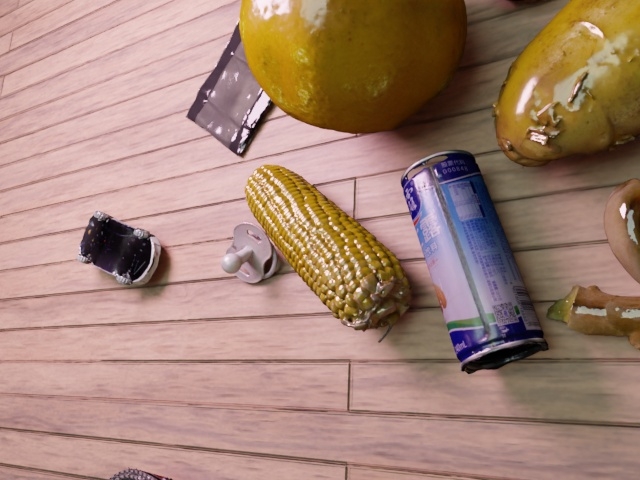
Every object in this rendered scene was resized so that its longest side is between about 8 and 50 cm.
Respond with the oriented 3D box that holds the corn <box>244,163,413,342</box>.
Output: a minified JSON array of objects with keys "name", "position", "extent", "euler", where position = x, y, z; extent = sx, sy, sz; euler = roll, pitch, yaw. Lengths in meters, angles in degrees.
[{"name":"corn","position":[0.000,0.000,0.814],"extent":[0.106,0.106,0.305],"euler":[-53,50,10]}]

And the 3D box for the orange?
[{"name":"orange","position":[0.037,-0.253,0.761],"extent":[0.279,0.279,0.235],"euler":[45,131,35]}]

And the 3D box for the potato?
[{"name":"potato","position":[0.304,-0.191,0.635],"extent":[0.300,0.140,0.173],"euler":[-47,48,7]}]

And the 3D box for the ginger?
[{"name":"ginger","position":[0.293,0.073,0.625],"extent":[0.137,0.044,0.057],"euler":[2,49,33]}]

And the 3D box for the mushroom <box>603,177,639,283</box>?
[{"name":"mushroom","position":[0.423,-0.053,0.544],"extent":[0.329,0.122,0.159],"euler":[-20,29,28]}]

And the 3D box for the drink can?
[{"name":"drink can","position":[0.165,0.021,0.696],"extent":[0.097,0.097,0.235],"euler":[-27,63,25]}]

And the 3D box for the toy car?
[{"name":"toy car","position":[-0.341,0.015,1.068],"extent":[0.205,0.056,0.095],"euler":[19,87,33]}]

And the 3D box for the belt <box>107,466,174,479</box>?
[{"name":"belt","position":[-0.142,0.366,0.806],"extent":[0.360,0.094,0.126],"euler":[1,72,33]}]

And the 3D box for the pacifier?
[{"name":"pacifier","position":[-0.107,0.026,0.886],"extent":[0.082,0.078,0.099],"euler":[35,124,18]}]

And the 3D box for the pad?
[{"name":"pad","position":[-0.123,-0.271,1.025],"extent":[0.174,0.022,0.233],"euler":[39,100,35]}]
